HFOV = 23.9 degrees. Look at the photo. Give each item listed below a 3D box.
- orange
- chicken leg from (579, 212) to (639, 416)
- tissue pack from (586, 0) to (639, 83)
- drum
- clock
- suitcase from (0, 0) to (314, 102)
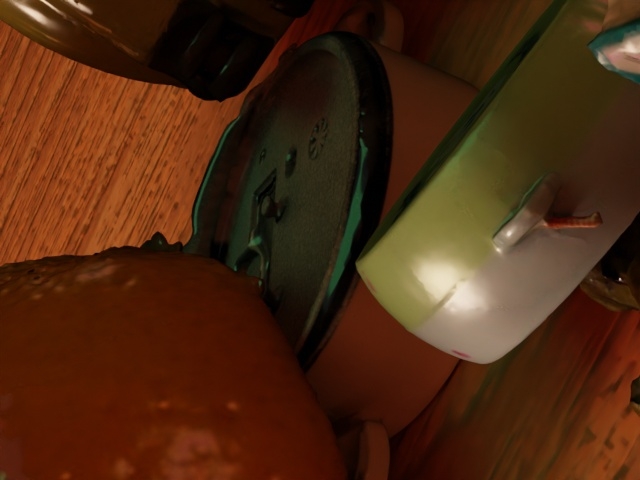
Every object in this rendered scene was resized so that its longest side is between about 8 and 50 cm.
[{"bbox_3d":[-0.102,0.134,0.579,0.310,0.274,0.274,-122,52,-89],"label":"orange"},{"bbox_3d":[0.104,0.031,0.357,0.178,0.070,0.093,-131,58,-68],"label":"chicken leg"},{"bbox_3d":[0.148,-0.066,0.268,0.169,0.120,0.082,-17,57,60],"label":"tissue pack"},{"bbox_3d":[0.102,-0.074,0.432,0.253,0.049,0.130,-52,1,-4],"label":"drum"},{"bbox_3d":[0.000,0.000,0.572,0.155,0.063,0.229,-33,44,50],"label":"clock"},{"bbox_3d":[-0.082,-0.156,0.633,0.143,0.194,0.235,-56,8,17],"label":"suitcase"}]
